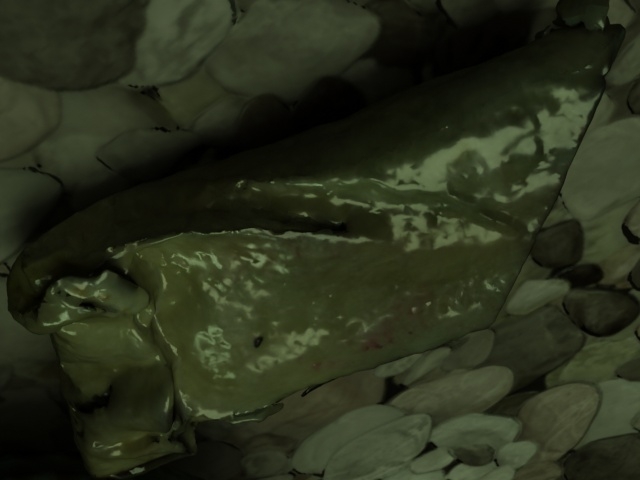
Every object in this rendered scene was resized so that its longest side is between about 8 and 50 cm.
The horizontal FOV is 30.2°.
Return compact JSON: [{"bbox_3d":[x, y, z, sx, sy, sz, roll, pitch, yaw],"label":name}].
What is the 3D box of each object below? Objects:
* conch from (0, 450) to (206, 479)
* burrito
[{"bbox_3d":[-0.138,0.233,0.719,0.302,0.319,0.215,4,89,-9],"label":"conch"},{"bbox_3d":[0.005,0.007,0.632,0.347,0.107,0.175,-26,139,1],"label":"burrito"}]
